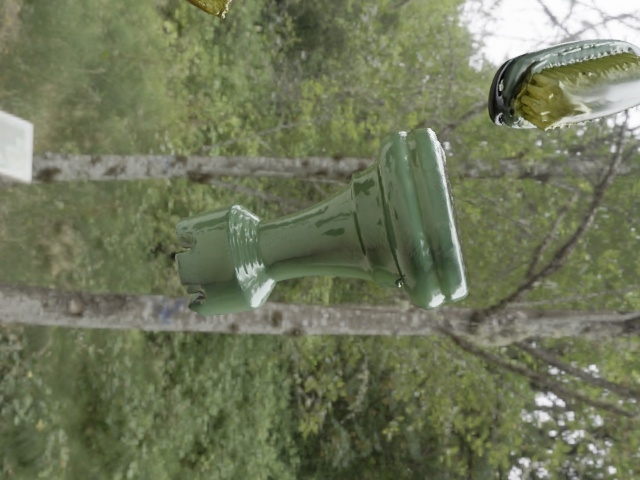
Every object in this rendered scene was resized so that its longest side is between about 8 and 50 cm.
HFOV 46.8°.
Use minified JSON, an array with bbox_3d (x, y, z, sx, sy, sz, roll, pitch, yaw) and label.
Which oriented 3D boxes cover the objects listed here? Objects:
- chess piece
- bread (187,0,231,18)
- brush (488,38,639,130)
[{"bbox_3d":[0.000,0.000,0.809,0.194,0.299,0.194,-12,90,-77],"label":"chess piece"},{"bbox_3d":[-0.148,-0.334,0.801,0.103,0.132,0.172,-44,-141,14],"label":"bread"},{"bbox_3d":[0.270,-0.139,0.624,0.060,0.297,0.068,40,-41,46],"label":"brush"}]
